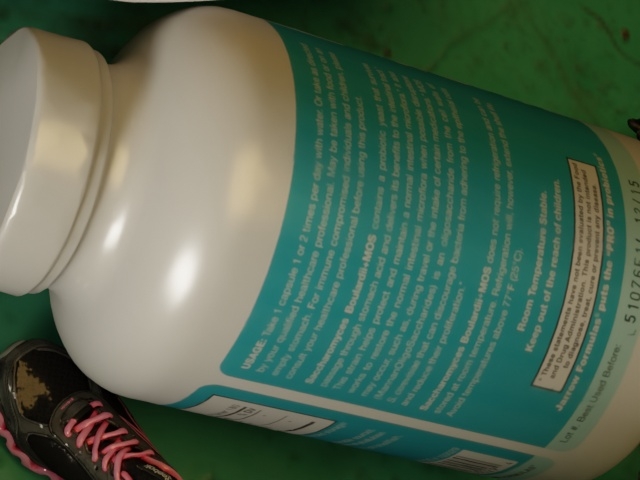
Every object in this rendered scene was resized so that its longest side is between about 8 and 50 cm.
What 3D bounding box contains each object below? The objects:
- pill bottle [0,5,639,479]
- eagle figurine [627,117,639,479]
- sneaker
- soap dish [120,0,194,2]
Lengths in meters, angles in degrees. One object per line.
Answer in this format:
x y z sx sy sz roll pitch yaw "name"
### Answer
0.000 0.000 0.741 0.264 0.146 0.146 15 69 -26 "pill bottle"
0.257 0.078 0.872 0.298 0.225 0.226 8 25 2 "eagle figurine"
-0.073 0.083 0.730 0.047 0.057 0.119 -40 97 -30 "sneaker"
-0.028 -0.228 0.752 0.229 0.118 0.291 -8 57 -31 "soap dish"
